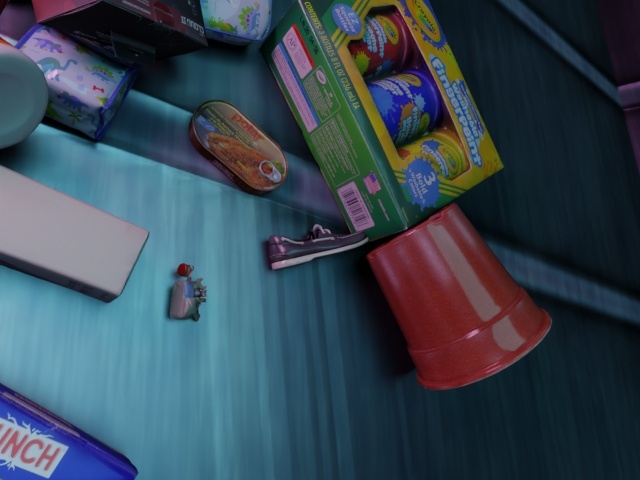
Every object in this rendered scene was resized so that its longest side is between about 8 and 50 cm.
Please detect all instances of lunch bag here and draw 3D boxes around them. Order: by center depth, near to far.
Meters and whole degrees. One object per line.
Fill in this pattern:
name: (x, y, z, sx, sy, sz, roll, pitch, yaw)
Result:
lunch bag: (-0.340, -0.242, 0.594, 0.128, 0.096, 0.151, 27, 50, -23)
lunch bag: (-0.172, -0.464, 0.719, 0.175, 0.090, 0.219, -4, 107, -35)

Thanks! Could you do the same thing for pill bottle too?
pill bottle: (-0.429, -0.205, 0.462, 0.221, 0.121, 0.121, 34, 58, 9)

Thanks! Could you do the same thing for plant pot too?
plant pot: (0.237, 0.090, 0.803, 0.272, 0.272, 0.265, -29, 86, -35)

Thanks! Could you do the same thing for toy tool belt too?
toy tool belt: (-0.197, 0.079, 0.635, 0.051, 0.052, 0.084, 26, 64, -61)

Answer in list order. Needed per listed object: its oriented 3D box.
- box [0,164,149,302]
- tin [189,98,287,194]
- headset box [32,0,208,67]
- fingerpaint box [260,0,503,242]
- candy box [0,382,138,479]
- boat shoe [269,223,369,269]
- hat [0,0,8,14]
box: (-0.365, -0.019, 0.505, 0.275, 0.113, 0.094, 28, 65, -24)
tin: (-0.142, -0.161, 0.736, 0.189, 0.040, 0.106, 41, 63, -19)
headset box: (-0.273, -0.393, 0.562, 0.218, 0.110, 0.294, -33, 115, -69)
fingerpaint box: (0.149, -0.273, 0.880, 0.370, 0.163, 0.445, -28, 94, -35)
candy box: (-0.391, 0.305, 0.397, 0.268, 0.122, 0.317, 42, 60, -16)
boat shoe: (0.000, 0.000, 0.766, 0.205, 0.075, 0.065, -14, 86, -30)
hat: (-0.433, -0.364, 0.589, 0.208, 0.172, 0.184, -39, 136, -39)
